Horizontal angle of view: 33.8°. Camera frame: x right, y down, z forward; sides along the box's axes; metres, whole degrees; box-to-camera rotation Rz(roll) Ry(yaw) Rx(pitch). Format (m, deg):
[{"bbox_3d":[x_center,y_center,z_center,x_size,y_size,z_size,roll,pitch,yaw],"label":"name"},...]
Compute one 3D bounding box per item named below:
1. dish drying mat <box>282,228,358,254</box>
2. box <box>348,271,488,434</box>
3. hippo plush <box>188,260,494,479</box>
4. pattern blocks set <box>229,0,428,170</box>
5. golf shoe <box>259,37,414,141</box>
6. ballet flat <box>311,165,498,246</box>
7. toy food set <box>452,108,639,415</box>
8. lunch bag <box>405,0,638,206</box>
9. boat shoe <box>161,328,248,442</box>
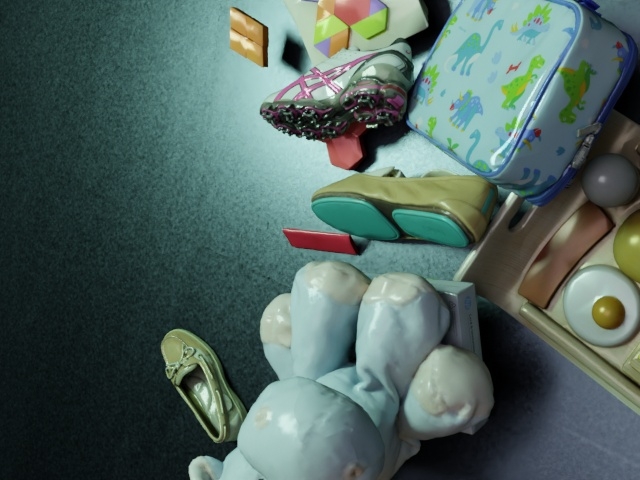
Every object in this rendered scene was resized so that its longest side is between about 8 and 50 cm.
[{"bbox_3d":[0.000,0.000,1.136,0.083,0.032,0.008,7,56,31],"label":"dish drying mat"},{"bbox_3d":[0.071,0.106,1.046,0.186,0.038,0.145,4,110,38],"label":"box"},{"bbox_3d":[-0.018,0.165,0.955,0.234,0.236,0.294,45,128,15],"label":"hippo plush"},{"bbox_3d":[0.021,-0.269,1.092,0.285,0.026,0.325,-39,83,24],"label":"pattern blocks set"},{"bbox_3d":[0.018,-0.153,1.073,0.186,0.067,0.086,-6,58,39],"label":"golf shoe"},{"bbox_3d":[0.085,-0.039,1.055,0.232,0.080,0.073,11,59,49],"label":"ballet flat"},{"bbox_3d":[0.292,0.041,0.922,0.306,0.092,0.220,40,107,26],"label":"toy food set"},{"bbox_3d":[0.177,-0.144,0.950,0.176,0.090,0.219,-63,27,12],"label":"lunch bag"},{"bbox_3d":[-0.140,0.164,1.198,0.056,0.048,0.153,-43,68,22],"label":"boat shoe"}]
